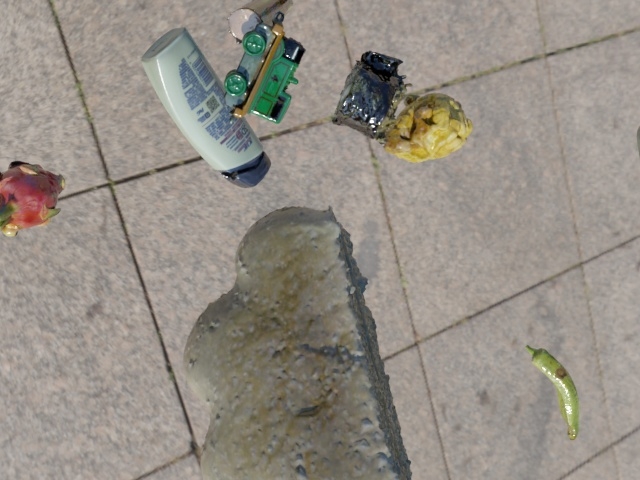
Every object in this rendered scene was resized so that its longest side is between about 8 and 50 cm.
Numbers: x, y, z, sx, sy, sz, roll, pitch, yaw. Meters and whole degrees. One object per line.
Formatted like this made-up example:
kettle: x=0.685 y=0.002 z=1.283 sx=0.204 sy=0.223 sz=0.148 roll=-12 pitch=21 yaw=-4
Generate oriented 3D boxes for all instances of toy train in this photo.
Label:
toy train: x=-0.103 y=-0.313 z=1.301 sx=0.136 sy=0.091 sz=0.228 roll=26 pitch=103 yaw=-14

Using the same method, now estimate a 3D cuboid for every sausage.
sausage: x=-0.118 y=-0.504 z=1.522 sx=0.082 sy=0.371 sz=0.082 roll=4 pitch=118 yaw=8

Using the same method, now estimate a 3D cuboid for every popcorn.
popcorn: x=0.237 y=-0.245 z=1.519 sx=0.140 sy=0.194 sz=0.163 roll=49 pitch=42 yaw=-25

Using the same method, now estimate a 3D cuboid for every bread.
bread: x=-0.026 y=0.135 z=0.612 sx=0.183 sy=0.102 sz=0.337 roll=-16 pitch=68 yaw=4

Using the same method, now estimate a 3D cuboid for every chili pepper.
chili pepper: x=0.433 y=0.271 z=1.235 sx=0.049 sy=0.043 sz=0.208 roll=-29 pitch=100 yaw=1

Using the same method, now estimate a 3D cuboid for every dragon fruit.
dragon fruit: x=-0.366 y=-0.051 z=0.836 sx=0.081 sy=0.116 sz=0.086 roll=8 pitch=109 yaw=11

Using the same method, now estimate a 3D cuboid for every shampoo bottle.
shampoo bottle: x=-0.232 y=-0.255 z=1.439 sx=0.134 sy=0.078 sz=0.359 roll=-54 pitch=132 yaw=-26

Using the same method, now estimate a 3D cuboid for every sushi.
sushi: x=0.096 y=-0.265 z=1.262 sx=0.115 sy=0.212 sz=0.147 roll=21 pitch=101 yaw=-3

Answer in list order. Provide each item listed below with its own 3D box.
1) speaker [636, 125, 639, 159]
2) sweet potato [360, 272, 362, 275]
speaker: x=0.819 y=-0.126 z=1.468 sx=0.183 sy=0.184 sz=0.406 roll=5 pitch=66 yaw=-4
sweet potato: x=0.003 y=0.000 z=1.559 sx=0.074 sy=0.269 sz=0.075 roll=-37 pitch=147 yaw=-28
